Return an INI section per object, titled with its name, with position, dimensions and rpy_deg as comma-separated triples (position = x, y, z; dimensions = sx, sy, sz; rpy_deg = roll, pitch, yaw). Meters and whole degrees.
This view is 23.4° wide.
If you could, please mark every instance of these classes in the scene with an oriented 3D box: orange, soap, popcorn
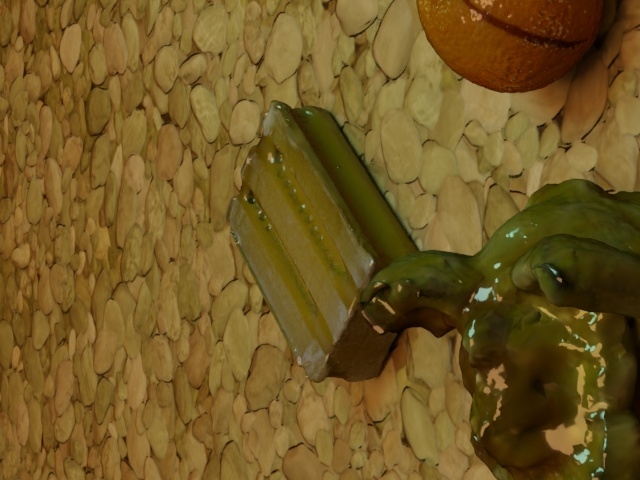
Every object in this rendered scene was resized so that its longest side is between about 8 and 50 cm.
[orange]
position = 0.174, -0.235, 1.458
dimensions = 0.193, 0.161, 0.193
rpy_deg = 13, 105, 60
[soap]
position = 0.000, 0.000, 1.817
dimensions = 0.315, 0.091, 0.199
rpy_deg = 57, 137, 42
[popcorn]
position = 0.224, 0.085, 1.238
dimensions = 0.321, 0.290, 0.325
rpy_deg = 49, 161, 34
